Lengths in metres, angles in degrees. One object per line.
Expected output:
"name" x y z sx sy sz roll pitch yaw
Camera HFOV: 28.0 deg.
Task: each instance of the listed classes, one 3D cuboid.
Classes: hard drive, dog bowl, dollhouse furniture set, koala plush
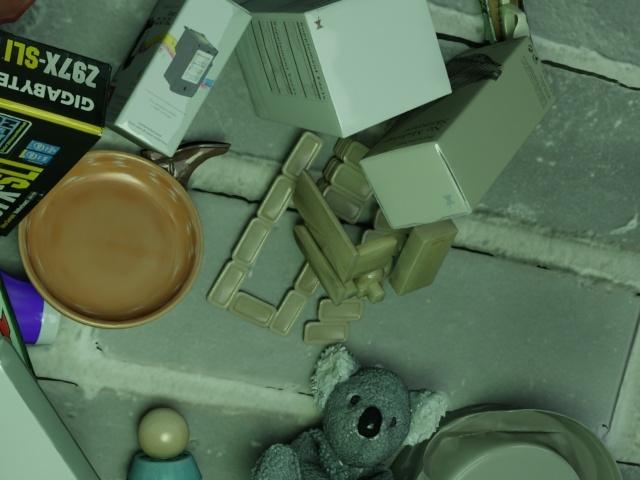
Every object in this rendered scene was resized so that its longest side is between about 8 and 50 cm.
"hard drive" -0.417 0.241 1.282 0.353 0.047 0.233 -18 121 12
"dog bowl" 0.224 0.371 1.664 0.348 0.102 0.349 -5 103 -23
"dollhouse furniture set" 0.056 -0.012 1.497 0.151 0.123 0.144 -19 152 -26
"koala plush" 0.037 0.246 1.528 0.196 0.203 0.221 22 76 2

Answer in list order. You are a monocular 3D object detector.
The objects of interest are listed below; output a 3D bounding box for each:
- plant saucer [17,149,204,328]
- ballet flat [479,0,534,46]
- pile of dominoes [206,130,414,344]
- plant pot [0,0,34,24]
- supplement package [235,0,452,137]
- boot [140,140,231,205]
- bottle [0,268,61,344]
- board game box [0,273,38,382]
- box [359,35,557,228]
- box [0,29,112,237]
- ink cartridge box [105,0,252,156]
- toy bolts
"plant saucer" -0.226 0.001 1.383 0.200 0.037 0.200 7 70 -19
"ballet flat" 0.228 -0.289 1.558 0.070 0.070 0.188 -19 107 -19
"pile of dominoes" 0.000 0.000 1.543 0.196 0.040 0.251 28 96 -26
"plant pot" -0.400 -0.307 1.189 0.272 0.272 0.265 -45 122 -10
"supplement package" 0.012 -0.205 1.381 0.139 0.244 0.134 -24 108 -17
"boot" -0.148 -0.053 1.455 0.106 0.037 0.114 -8 100 -8
"bottle" -0.414 0.065 1.331 0.282 0.092 0.118 8 103 -25
"board game box" -0.406 0.109 1.269 0.213 0.046 0.317 -14 134 -8
"box" 0.162 -0.127 1.465 0.275 0.113 0.094 -49 118 -47
"box" -0.369 -0.108 1.197 0.257 0.322 0.079 14 67 -26
"ink cartridge box" -0.161 -0.186 1.374 0.072 0.127 0.175 31 86 -23
"toy bolts" -0.218 0.275 1.413 0.228 0.218 0.159 -5 96 -41
